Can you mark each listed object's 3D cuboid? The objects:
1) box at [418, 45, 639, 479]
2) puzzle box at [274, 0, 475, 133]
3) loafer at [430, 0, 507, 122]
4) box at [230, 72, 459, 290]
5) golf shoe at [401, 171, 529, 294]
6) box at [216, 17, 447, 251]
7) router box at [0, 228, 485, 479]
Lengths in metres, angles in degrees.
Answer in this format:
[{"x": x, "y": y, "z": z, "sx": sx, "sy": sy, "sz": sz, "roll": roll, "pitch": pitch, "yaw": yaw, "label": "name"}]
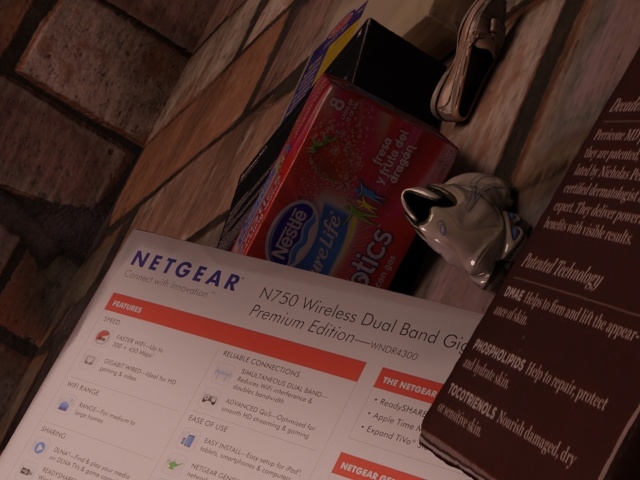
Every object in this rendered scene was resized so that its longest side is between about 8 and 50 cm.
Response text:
[{"x": 0.174, "y": 0.042, "z": 0.566, "sx": 0.203, "sy": 0.168, "sz": 0.167, "roll": -60, "pitch": 14, "yaw": -3, "label": "box"}, {"x": 0.083, "y": -0.255, "z": 1.692, "sx": 0.409, "sy": 0.052, "sz": 0.272, "roll": -35, "pitch": 29, "yaw": 59, "label": "puzzle box"}, {"x": 0.142, "y": -0.163, "z": 1.347, "sx": 0.039, "sy": 0.045, "sz": 0.125, "roll": 25, "pitch": 91, "yaw": 59, "label": "loafer"}, {"x": 0.000, "y": 0.000, "z": 1.267, "sx": 0.257, "sy": 0.123, "sz": 0.128, "roll": -63, "pitch": 8, "yaw": 9, "label": "box"}, {"x": 0.099, "y": -0.026, "z": 1.120, "sx": 0.069, "sy": 0.086, "sz": 0.176, "roll": -59, "pitch": 13, "yaw": 10, "label": "golf shoe"}, {"x": 0.004, "y": -0.062, "z": 1.474, "sx": 0.261, "sy": 0.103, "sz": 0.184, "roll": -47, "pitch": 21, "yaw": 40, "label": "box"}, {"x": -0.031, "y": 0.165, "z": 0.796, "sx": 0.335, "sy": 0.082, "sz": 0.301, "roll": 14, "pitch": 65, "yaw": 35, "label": "router box"}]
